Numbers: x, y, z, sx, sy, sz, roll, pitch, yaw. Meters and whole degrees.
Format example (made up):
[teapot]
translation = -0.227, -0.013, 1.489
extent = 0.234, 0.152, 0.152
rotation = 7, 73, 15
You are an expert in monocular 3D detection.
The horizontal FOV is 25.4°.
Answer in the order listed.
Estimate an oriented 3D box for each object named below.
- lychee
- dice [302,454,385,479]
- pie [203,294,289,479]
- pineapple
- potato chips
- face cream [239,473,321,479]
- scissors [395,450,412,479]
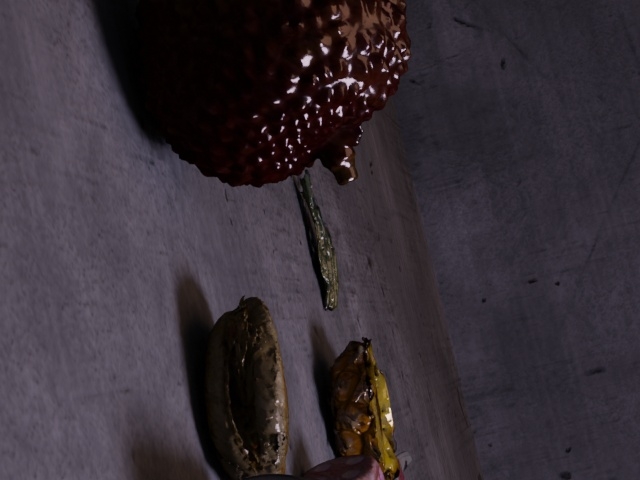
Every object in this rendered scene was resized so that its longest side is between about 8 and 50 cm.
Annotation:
[lychee]
translation = -0.047, -0.188, 1.372
extent = 0.304, 0.275, 0.276
rotation = 57, 12, -4
[dice]
translation = 0.030, 0.305, 1.625
extent = 0.093, 0.091, 0.094
rotation = -68, 142, -74
[pie]
translation = -0.067, 0.152, 1.354
extent = 0.163, 0.078, 0.194
rotation = 79, 2, -59
[pineapple]
translation = 0.054, 0.233, 1.897
extent = 0.225, 0.076, 0.225
rotation = -11, 90, -81
[potato chips]
translation = -0.001, 0.000, 2.064
extent = 0.092, 0.028, 0.208
rotation = -12, 89, -81
[face cream]
translation = -0.017, 0.283, 1.159
extent = 0.195, 0.175, 0.175
rotation = 52, 26, -70
[scissors]
translation = 0.106, 0.355, 2.151
extent = 0.242, 0.030, 0.118
rotation = -19, 95, -76
